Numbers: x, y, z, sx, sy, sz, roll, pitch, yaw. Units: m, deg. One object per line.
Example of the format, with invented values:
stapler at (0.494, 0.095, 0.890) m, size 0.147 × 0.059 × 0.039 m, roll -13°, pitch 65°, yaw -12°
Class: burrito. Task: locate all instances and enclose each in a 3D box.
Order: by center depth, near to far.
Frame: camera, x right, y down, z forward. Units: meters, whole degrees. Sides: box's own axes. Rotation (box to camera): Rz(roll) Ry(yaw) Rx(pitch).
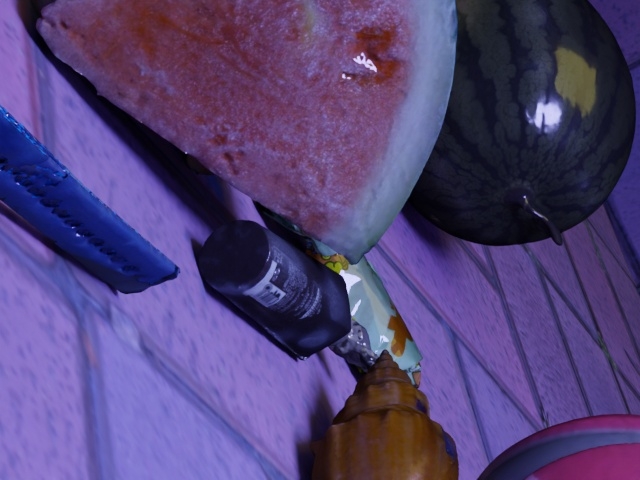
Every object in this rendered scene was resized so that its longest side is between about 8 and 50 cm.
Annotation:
burrito at (0.000, 0.000, 1.640) m, size 0.288 × 0.054 × 0.104 m, roll 65°, pitch 16°, yaw 6°

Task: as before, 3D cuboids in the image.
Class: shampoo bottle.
shampoo bottle at (-0.016, 0.047, 1.475) m, size 0.208 × 0.057 × 0.063 m, roll 38°, pitch 27°, yaw -57°

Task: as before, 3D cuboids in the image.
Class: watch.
watch at (-0.198, -0.093, 1.119) m, size 0.276 × 0.068 × 0.274 m, roll 63°, pitch 9°, yaw 8°

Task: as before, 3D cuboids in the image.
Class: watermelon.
watermelon at (-0.022, -0.139, 1.398) m, size 0.250 × 0.283 × 0.292 m, roll 38°, pitch 51°, yaw 12°
watermelon at (0.192, -0.141, 2.110) m, size 0.279 × 0.279 × 0.359 m, roll 51°, pitch 21°, yaw -37°

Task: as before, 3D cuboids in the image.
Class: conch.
conch at (0.054, 0.187, 1.382) m, size 0.330 × 0.093 × 0.109 m, roll -97°, pitch 162°, yaw -53°

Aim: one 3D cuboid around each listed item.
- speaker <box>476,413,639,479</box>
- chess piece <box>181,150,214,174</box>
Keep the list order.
speaker at (0.208, 0.267, 1.416) m, size 0.294 × 0.294 × 0.294 m, roll 55°, pitch 15°, yaw -23°
chess piece at (-0.100, -0.133, 1.531) m, size 0.060 × 0.060 × 0.172 m, roll 41°, pitch 24°, yaw -54°
